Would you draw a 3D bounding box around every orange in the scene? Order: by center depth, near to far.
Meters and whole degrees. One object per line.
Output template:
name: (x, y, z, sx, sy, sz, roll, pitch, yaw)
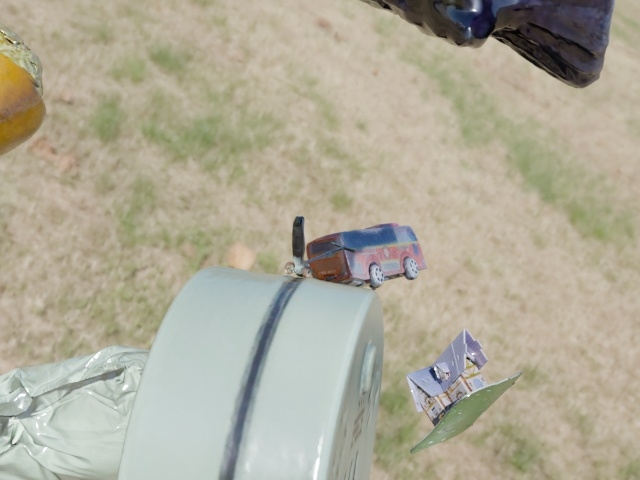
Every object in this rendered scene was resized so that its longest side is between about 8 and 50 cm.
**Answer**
orange: (-0.366, -0.160, 1.071, 0.156, 0.134, 0.157, 11, 68, -31)

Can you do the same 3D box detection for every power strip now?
power strip: (-0.048, 0.207, 0.883, 0.161, 0.358, 0.357, 8, 21, 9)

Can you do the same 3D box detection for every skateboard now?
skateboard: (0.000, 0.000, 1.038, 0.032, 0.064, 0.083, 13, 19, 36)

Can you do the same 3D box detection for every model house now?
model house: (0.169, 0.192, 1.336, 0.117, 0.167, 0.088, -15, 61, -34)

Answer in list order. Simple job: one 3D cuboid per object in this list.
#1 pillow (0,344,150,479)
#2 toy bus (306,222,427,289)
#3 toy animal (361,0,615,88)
pillow: (-0.226, 0.214, 1.112, 0.310, 0.283, 0.138, 52, 30, -54)
toy bus: (0.058, 0.021, 1.209, 0.192, 0.065, 0.077, -8, 82, -59)
toy animal: (0.061, -0.192, 0.545, 0.185, 0.122, 0.298, -6, 52, -9)
